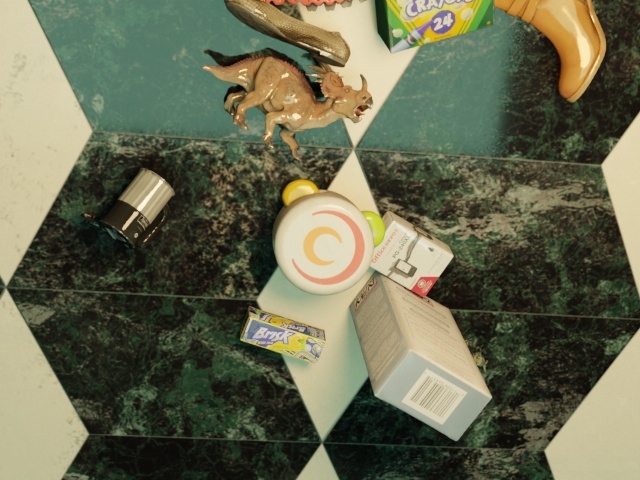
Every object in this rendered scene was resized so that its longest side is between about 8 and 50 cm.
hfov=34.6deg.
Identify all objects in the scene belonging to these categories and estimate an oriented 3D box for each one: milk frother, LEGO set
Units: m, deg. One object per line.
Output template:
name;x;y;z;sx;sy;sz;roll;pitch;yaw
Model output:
milk frother;-0.371;-0.066;1.962;0.143;0.129;0.135;31;70;13
LEGO set;0.326;0.243;2.182;0.054;0.023;0.083;-18;99;0

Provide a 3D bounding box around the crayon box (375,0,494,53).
crayon box;0.192;-0.495;1.762;0.203;0.083;0.323;-17;135;-7

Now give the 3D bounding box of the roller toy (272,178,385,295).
roller toy;0.000;0.000;1.987;0.209;0.146;0.191;24;98;-10

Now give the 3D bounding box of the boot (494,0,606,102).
boot;0.414;-0.407;1.878;0.220;0.109;0.284;9;108;-10

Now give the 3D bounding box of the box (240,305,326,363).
box;-0.078;0.194;2.107;0.168;0.054;0.059;19;109;-11

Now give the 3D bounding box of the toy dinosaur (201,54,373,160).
toy dinosaur;-0.062;-0.277;1.891;0.295;0.127;0.200;33;98;-4

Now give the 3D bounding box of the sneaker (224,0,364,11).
sneaker;-0.036;-0.477;1.819;0.276;0.098;0.135;-2;114;-3

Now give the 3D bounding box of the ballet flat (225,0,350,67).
ballet flat;-0.051;-0.377;1.806;0.249;0.084;0.058;22;87;-25

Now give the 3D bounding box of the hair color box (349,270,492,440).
hair color box;0.180;0.205;1.960;0.185;0.374;0.114;31;105;-16

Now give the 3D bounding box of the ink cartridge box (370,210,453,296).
ink cartridge box;0.171;0.027;2.057;0.150;0.063;0.109;29;107;-15
